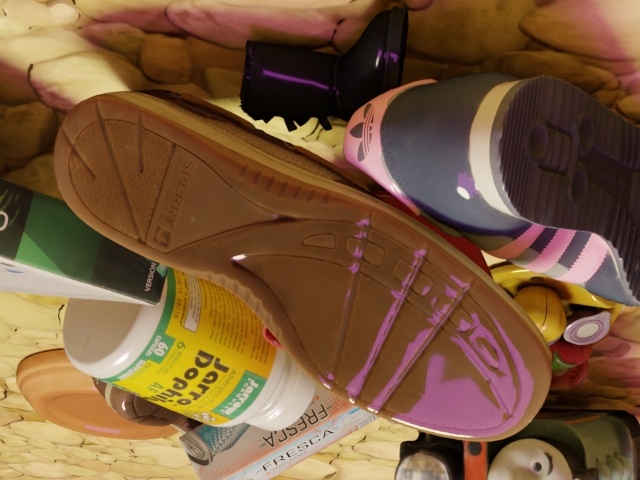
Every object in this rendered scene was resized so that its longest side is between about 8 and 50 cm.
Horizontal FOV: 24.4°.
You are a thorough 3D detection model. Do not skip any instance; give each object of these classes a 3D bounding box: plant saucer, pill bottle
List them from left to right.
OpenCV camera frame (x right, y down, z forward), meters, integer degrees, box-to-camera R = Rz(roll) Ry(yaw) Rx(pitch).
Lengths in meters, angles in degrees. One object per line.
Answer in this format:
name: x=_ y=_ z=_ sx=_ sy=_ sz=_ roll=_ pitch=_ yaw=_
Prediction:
plant saucer: x=-0.218 y=0.166 z=1.531 sx=0.200 sy=0.037 sz=0.200 roll=5 pitch=154 yaw=3
pill bottle: x=-0.104 y=0.090 z=1.254 sx=0.118 sy=0.117 sz=0.208 roll=-17 pitch=146 yaw=40

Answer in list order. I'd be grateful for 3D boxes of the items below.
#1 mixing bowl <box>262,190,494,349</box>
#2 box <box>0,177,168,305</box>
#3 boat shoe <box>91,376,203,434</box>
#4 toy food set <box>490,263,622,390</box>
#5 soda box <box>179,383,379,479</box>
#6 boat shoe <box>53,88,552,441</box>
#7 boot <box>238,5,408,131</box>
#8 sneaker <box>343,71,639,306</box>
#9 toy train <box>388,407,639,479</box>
mixing bowl: x=0.049 y=0.024 z=1.087 sx=0.181 sy=0.098 sz=0.181 roll=1 pitch=162 yaw=0
box: x=-0.297 y=-0.022 z=1.031 sx=0.232 sy=0.058 sz=0.322 roll=2 pitch=167 yaw=44
boat shoe: x=-0.130 y=0.134 z=1.415 sx=0.095 sy=0.095 sz=0.257 roll=33 pitch=179 yaw=34
toy food set: x=0.182 y=0.093 z=1.247 sx=0.128 sy=0.071 sz=0.218 roll=5 pitch=155 yaw=3
soda box: x=-0.034 y=0.172 z=1.373 sx=0.183 sy=0.063 sz=0.058 roll=-29 pitch=152 yaw=-4
boat shoe: x=0.000 y=0.000 z=0.937 sx=0.342 sy=0.123 sz=0.123 roll=28 pitch=115 yaw=12
boot: x=0.001 y=-0.106 z=0.909 sx=0.099 sy=0.045 sz=0.121 roll=11 pitch=153 yaw=3
sneaker: x=0.136 y=-0.034 z=0.952 sx=0.131 sy=0.112 sz=0.319 roll=6 pitch=167 yaw=34
toy train: x=0.182 y=0.204 z=1.339 sx=0.190 sy=0.142 sz=0.334 roll=-3 pitch=173 yaw=21
